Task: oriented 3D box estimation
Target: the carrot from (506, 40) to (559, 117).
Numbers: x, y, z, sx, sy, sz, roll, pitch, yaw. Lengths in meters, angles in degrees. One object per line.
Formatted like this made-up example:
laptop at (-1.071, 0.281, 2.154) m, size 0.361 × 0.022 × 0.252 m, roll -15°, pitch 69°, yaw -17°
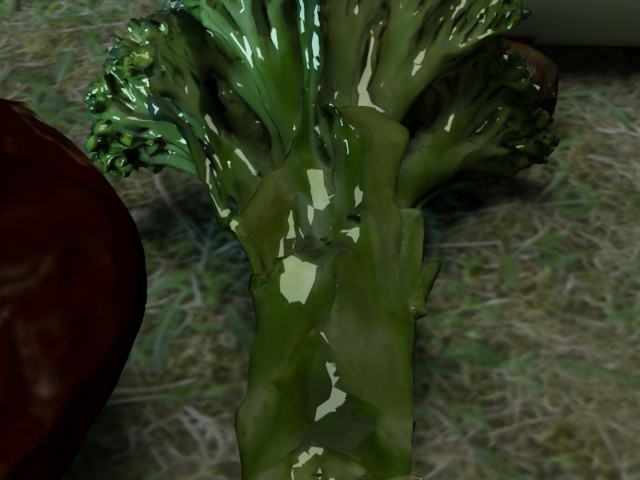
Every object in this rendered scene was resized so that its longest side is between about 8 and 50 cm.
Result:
carrot at (0.064, -0.106, 0.827) m, size 0.186 × 0.060 × 0.060 m, roll 8°, pitch 43°, yaw 18°

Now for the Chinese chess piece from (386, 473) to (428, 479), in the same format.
Chinese chess piece at (0.019, 0.198, 0.410) m, size 0.257 × 0.104 × 0.257 m, roll -15°, pitch 33°, yaw 10°

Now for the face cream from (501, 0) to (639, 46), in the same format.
face cream at (0.127, -0.181, 0.849) m, size 0.345 × 0.102 × 0.102 m, roll 2°, pitch 41°, yaw 0°

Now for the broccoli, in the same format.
broccoli at (-0.018, -0.011, 0.650) m, size 0.252 × 0.221 × 0.361 m, roll 33°, pitch 45°, yaw -10°

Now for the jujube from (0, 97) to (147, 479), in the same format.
jujube at (-0.223, 0.068, 0.538) m, size 0.223 × 0.223 × 0.318 m, roll 28°, pitch 55°, yaw 33°
